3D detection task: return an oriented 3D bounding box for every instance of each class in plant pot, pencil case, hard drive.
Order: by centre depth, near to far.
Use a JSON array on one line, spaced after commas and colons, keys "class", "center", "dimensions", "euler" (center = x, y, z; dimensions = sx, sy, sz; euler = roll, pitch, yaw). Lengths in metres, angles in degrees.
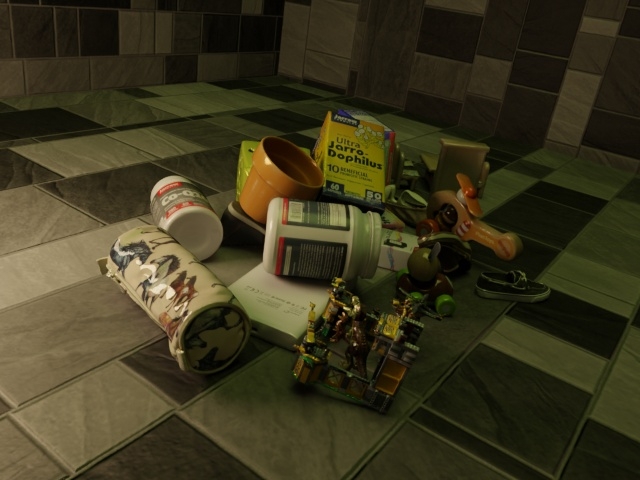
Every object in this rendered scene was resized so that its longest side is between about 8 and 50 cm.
[{"class": "pencil case", "center": [-0.313, 0.117, 1.223], "dimensions": [0.184, 0.159, 0.410], "euler": [-31, 42, -24]}, {"class": "hard drive", "center": [-0.081, 0.129, 1.402], "dimensions": [0.233, 0.047, 0.353], "euler": [18, 27, 19]}, {"class": "plant pot", "center": [-0.124, -0.152, 1.596], "dimensions": [0.205, 0.188, 0.205], "euler": [29, 30, -19]}, {"class": "plant pot", "center": [-0.150, -0.162, 1.809], "dimensions": [0.229, 0.227, 0.207], "euler": [5, 32, -9]}]

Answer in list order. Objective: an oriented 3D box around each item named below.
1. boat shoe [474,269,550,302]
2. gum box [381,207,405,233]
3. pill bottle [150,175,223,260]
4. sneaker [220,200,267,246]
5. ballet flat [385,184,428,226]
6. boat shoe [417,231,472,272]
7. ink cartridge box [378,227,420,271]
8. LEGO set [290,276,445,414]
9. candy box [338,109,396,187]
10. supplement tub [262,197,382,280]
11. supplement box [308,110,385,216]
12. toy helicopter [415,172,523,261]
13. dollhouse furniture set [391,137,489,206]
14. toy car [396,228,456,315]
[{"class": "boat shoe", "center": [0.537, 0.122, 1.582], "dimensions": [0.220, 0.070, 0.077], "euler": [3, 26, -12]}, {"class": "gum box", "center": [0.184, -0.060, 1.871], "dimensions": [0.107, 0.062, 0.188], "euler": [-3, 27, -23]}, {"class": "pill bottle", "center": [-0.382, -0.070, 1.597], "dimensions": [0.162, 0.161, 0.283], "euler": [-4, 28, -25]}, {"class": "sneaker", "center": [-0.191, -0.011, 1.643], "dimensions": [0.222, 0.118, 0.083], "euler": [35, 29, -12]}, {"class": "ballet flat", "center": [0.269, -0.135, 2.006], "dimensions": [0.316, 0.106, 0.108], "euler": [22, 28, 27]}, {"class": "boat shoe", "center": [0.360, 0.040, 1.606], "dimensions": [0.095, 0.095, 0.258], "euler": [-21, -21, 36]}, {"class": "ink cartridge box", "center": [0.224, 0.031, 1.676], "dimensions": [0.175, 0.072, 0.127], "euler": [15, 26, 12]}, {"class": "LEGO set", "center": [0.097, 0.168, 1.161], "dimensions": [0.255, 0.192, 0.331], "euler": [27, 27, 14]}, {"class": "candy box", "center": [0.162, -0.336, 2.212], "dimensions": [0.122, 0.268, 0.317], "euler": [-4, 28, -18]}, {"class": "supplement tub", "center": [0.000, 0.000, 1.420], "dimensions": [0.273, 0.191, 0.191], "euler": [6, 25, -5]}, {"class": "supplement box", "center": [0.077, -0.193, 1.773], "dimensions": [0.194, 0.195, 0.356], "euler": [13, 51, -12]}, {"class": "toy helicopter", "center": [0.463, -0.054, 1.741], "dimensions": [0.140, 0.234, 0.355], "euler": [-11, 31, -36]}, {"class": "dollhouse furniture set", "center": [0.494, -0.306, 2.267], "dimensions": [0.363, 0.256, 0.394], "euler": [6, 25, -5]}, {"class": "toy car", "center": [0.279, 0.071, 1.469], "dimensions": [0.149, 0.188, 0.155], "euler": [5, 25, -7]}]
